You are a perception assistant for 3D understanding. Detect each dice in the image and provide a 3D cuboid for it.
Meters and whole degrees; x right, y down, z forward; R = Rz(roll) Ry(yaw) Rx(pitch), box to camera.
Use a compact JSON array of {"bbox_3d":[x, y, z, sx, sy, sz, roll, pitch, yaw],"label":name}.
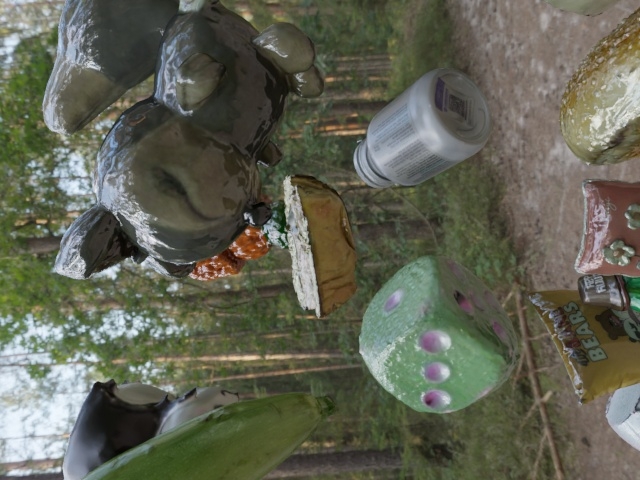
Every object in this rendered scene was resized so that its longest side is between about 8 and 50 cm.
[{"bbox_3d":[0.324,0.261,1.298,0.330,0.322,0.318,39,-151,-13],"label":"dice"}]

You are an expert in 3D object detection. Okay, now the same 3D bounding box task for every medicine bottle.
[{"bbox_3d":[0.146,-0.160,0.734,0.215,0.135,0.135,-28,65,59],"label":"medicine bottle"}]

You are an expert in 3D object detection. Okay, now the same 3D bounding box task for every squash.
[{"bbox_3d":[-0.147,0.273,0.567,0.118,0.370,0.118,54,159,31],"label":"squash"}]

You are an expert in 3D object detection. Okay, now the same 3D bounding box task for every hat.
[{"bbox_3d":[-0.227,-0.063,1.281,0.285,0.400,0.285,42,-142,-44],"label":"hat"}]

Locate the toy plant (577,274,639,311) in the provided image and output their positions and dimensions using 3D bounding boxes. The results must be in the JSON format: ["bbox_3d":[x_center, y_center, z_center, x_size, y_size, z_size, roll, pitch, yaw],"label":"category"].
[{"bbox_3d":[0.738,0.112,1.120,0.143,0.200,0.105,-76,-32,-48],"label":"toy plant"}]

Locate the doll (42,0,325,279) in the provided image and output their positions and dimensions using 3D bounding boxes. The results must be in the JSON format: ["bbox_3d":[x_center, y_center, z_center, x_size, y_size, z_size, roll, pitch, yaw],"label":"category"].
[{"bbox_3d":[-0.210,-0.140,0.627,0.378,0.382,0.252,35,-176,32],"label":"doll"}]

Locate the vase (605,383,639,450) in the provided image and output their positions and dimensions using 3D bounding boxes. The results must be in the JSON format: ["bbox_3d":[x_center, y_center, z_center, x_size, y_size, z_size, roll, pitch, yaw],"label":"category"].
[{"bbox_3d":[1.048,0.549,1.265,0.250,0.445,0.250,-53,-18,-25],"label":"vase"}]

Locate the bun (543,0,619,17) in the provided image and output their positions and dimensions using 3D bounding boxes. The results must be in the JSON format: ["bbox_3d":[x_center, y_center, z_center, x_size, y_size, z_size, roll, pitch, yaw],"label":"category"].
[{"bbox_3d":[0.354,-0.502,0.694,0.360,0.359,0.211,-98,28,-43],"label":"bun"}]

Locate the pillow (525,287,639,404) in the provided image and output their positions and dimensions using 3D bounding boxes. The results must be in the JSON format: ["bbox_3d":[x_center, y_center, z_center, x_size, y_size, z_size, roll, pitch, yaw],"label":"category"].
[{"bbox_3d":[0.737,0.237,1.207,0.119,0.312,0.310,90,167,-60],"label":"pillow"}]

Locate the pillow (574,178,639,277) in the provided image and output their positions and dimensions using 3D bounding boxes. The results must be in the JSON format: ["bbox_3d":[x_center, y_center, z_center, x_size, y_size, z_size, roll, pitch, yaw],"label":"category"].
[{"bbox_3d":[0.554,-0.020,0.824,0.075,0.171,0.179,-17,-71,-67],"label":"pillow"}]

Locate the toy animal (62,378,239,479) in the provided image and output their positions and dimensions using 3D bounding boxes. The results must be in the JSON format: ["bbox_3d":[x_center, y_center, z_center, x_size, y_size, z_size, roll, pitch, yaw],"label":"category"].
[{"bbox_3d":[-0.249,0.366,0.820,0.251,0.309,0.251,11,-90,-87],"label":"toy animal"}]

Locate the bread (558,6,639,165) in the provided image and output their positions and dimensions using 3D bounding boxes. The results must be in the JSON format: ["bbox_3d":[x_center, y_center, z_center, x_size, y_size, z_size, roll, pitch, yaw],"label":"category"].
[{"bbox_3d":[0.465,-0.230,0.620,0.159,0.305,0.305,61,173,14],"label":"bread"}]

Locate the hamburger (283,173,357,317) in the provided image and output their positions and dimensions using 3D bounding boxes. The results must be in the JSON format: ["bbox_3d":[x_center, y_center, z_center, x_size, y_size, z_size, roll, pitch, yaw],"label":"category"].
[{"bbox_3d":[0.000,0.000,0.879,0.124,0.131,0.262,14,116,62],"label":"hamburger"}]
